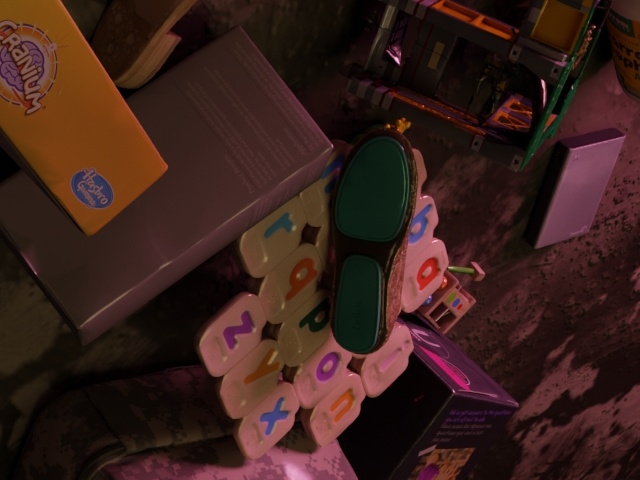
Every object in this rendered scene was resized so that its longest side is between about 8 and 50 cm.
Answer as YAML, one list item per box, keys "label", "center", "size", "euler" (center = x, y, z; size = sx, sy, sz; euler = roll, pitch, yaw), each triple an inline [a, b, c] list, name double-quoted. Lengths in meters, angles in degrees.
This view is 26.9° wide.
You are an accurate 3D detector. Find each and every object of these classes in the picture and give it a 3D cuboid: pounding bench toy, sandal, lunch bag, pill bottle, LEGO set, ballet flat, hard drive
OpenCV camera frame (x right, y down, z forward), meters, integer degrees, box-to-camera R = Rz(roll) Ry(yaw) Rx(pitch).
- label: "pounding bench toy"
  center: [0.132, 0.045, 1.427]
  size: [0.083, 0.052, 0.065]
  euler: [-46, 144, -1]
- label: "sandal"
  center: [-0.111, -0.210, 0.917]
  size: [0.079, 0.088, 0.240]
  euler: [8, 124, -47]
- label: "lunch bag"
  center: [-0.109, 0.269, 1.226]
  size: [0.305, 0.256, 0.212]
  euler: [-1, 125, -44]
- label: "pill bottle"
  center: [0.338, -0.233, 1.315]
  size: [0.117, 0.117, 0.208]
  euler: [-40, 144, -9]
- label: "LEGO set"
  center: [0.148, -0.228, 1.130]
  size: [0.255, 0.192, 0.331]
  euler: [-49, 162, -53]
- label: "ballet flat"
  center: [0.045, -0.004, 1.139]
  size: [0.067, 0.073, 0.206]
  euler: [-47, 150, -63]
- label: "hard drive"
  center: [0.286, -0.058, 1.508]
  size: [0.094, 0.022, 0.135]
  euler: [-15, 134, -36]

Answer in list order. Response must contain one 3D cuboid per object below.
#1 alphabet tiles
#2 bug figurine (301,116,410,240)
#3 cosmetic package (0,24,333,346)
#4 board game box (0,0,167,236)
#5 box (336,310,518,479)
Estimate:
- label: "alphabet tiles"
  center: [0.007, 0.053, 1.183]
  size: [0.278, 0.021, 0.284]
  euler: [-42, 136, -24]
- label: "bug figurine"
  center: [0.000, 0.000, 1.237]
  size: [0.216, 0.072, 0.279]
  euler: [-35, 138, -26]
- label: "cosmetic package"
  center: [-0.121, -0.040, 1.010]
  size: [0.238, 0.127, 0.107]
  euler: [-35, 174, -11]
- label: "board game box"
  center: [-0.225, -0.168, 0.708]
  size: [0.064, 0.242, 0.316]
  euler: [-41, 144, -10]
- label: "box"
  center: [0.049, 0.221, 1.414]
  size: [0.143, 0.165, 0.270]
  euler: [19, 109, -52]
